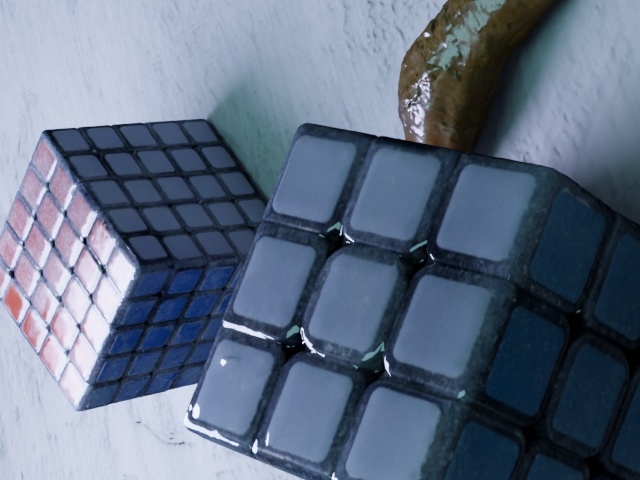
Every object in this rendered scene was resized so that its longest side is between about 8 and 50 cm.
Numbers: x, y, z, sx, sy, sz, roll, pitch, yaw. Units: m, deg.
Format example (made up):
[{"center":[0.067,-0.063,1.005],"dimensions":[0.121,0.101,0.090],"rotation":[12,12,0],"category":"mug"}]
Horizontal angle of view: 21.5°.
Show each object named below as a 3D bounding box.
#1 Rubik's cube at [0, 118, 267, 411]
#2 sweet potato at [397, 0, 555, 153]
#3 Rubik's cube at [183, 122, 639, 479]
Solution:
[{"center":[-0.206,0.023,1.927],"dimensions":[0.238,0.237,0.237],"rotation":[53,130,29],"category":"Rubik's cube"},{"center":[0.135,-0.163,1.625],"dimensions":[0.114,0.092,0.341],"rotation":[39,126,17],"category":"sweet potato"},{"center":[0.117,0.101,1.467],"dimensions":[0.303,0.301,0.305],"rotation":[13,80,45],"category":"Rubik's cube"}]
